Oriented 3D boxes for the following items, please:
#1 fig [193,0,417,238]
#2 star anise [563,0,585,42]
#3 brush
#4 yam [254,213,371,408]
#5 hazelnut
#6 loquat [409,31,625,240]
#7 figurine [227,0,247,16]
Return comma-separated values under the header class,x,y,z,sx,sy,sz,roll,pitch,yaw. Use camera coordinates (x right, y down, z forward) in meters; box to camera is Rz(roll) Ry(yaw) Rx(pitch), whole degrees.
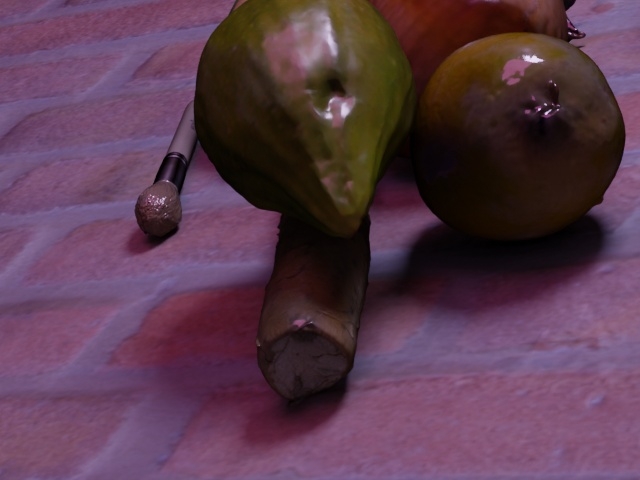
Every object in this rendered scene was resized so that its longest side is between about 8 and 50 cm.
class,x,y,z,sx,sy,sz,roll,pitch,yaw
fig,-0.015,-0.098,1.366,0.167,0.167,0.233,-17,12,7
star anise,0.188,-0.218,1.771,0.124,0.056,0.129,-11,41,13
brush,-0.131,-0.073,1.748,0.039,0.042,0.299,-16,21,10
yam,0.000,0.000,1.435,0.083,0.083,0.371,-15,26,11
hazelnut,0.106,-0.163,1.588,0.214,0.176,0.214,-44,11,10
loquat,0.136,-0.073,1.397,0.152,0.152,0.195,-30,2,-22
figurine,0.001,-0.243,1.724,0.324,0.124,0.222,-62,2,8
